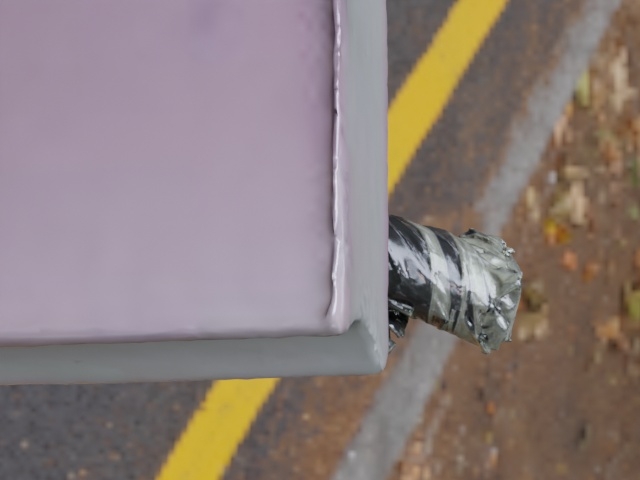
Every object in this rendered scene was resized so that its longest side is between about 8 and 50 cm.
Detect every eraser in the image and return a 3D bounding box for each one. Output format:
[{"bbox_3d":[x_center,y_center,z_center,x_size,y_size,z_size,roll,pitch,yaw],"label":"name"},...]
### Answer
[{"bbox_3d":[-0.155,-0.076,0.737,0.122,0.359,0.272,47,41,-73],"label":"eraser"}]

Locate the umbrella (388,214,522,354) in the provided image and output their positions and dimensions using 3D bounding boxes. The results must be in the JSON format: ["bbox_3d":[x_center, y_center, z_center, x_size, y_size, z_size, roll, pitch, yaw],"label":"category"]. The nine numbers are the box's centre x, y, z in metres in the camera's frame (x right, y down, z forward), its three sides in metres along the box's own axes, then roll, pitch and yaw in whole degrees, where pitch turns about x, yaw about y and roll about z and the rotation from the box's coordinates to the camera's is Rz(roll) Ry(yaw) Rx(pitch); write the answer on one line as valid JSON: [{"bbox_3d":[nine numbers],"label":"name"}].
[{"bbox_3d":[-0.001,-0.001,1.450,0.113,0.357,0.106,-92,-153,-59],"label":"umbrella"}]
